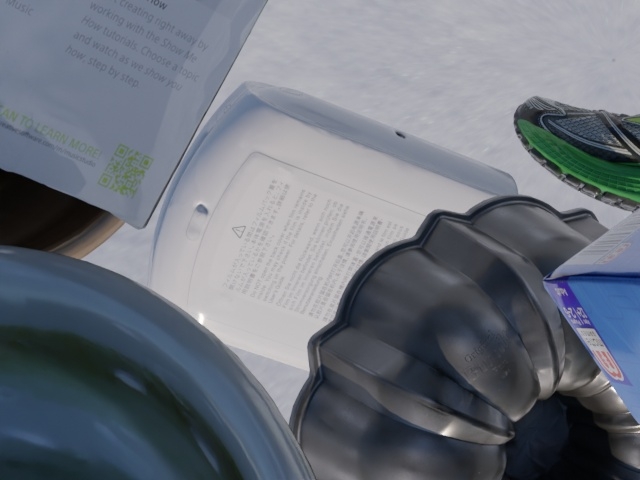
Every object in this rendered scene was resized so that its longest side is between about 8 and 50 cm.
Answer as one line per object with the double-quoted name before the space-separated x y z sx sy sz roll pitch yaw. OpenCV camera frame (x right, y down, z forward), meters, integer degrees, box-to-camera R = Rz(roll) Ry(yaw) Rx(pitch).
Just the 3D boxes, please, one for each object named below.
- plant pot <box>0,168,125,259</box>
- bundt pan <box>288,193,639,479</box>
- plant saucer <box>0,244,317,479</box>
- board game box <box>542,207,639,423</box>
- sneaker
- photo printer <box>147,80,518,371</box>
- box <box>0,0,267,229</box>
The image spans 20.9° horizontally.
"plant pot" -0.233 -0.097 0.922 0.263 0.229 0.263 1 87 -31
"bundt pan" 0.150 0.140 1.208 0.330 0.124 0.331 -6 105 -25
"plant saucer" -0.165 0.194 0.644 0.400 0.100 0.401 -10 57 16
"board game box" 0.142 -0.020 0.315 0.160 0.210 0.047 -35 94 -7
"sneaker" 0.357 -0.090 1.737 0.343 0.134 0.146 17 90 23
"photo printer" 0.000 0.000 1.653 0.307 0.107 0.256 19 108 -20
"box" -0.085 -0.186 0.645 0.058 0.232 0.322 35 97 46
